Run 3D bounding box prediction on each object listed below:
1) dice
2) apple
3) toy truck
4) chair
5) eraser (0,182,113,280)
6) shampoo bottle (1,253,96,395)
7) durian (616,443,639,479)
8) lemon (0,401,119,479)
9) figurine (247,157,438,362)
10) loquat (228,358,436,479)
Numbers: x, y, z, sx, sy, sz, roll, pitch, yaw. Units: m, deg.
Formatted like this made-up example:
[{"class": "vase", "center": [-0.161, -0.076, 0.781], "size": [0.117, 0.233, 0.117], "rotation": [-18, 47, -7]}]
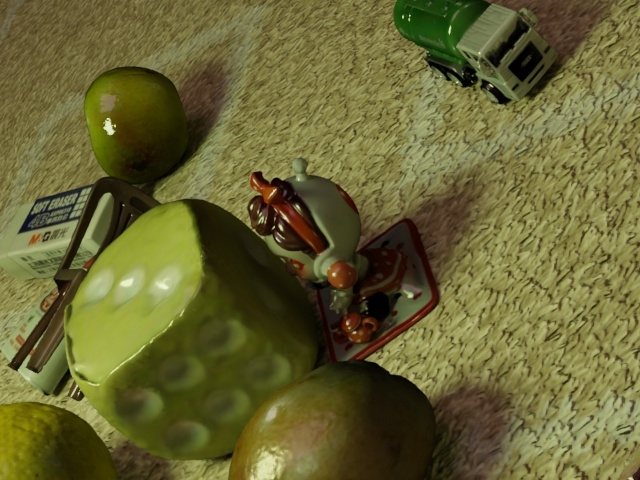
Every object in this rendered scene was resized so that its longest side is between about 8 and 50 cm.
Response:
[{"class": "dice", "center": [-0.157, 0.111, 1.642], "size": [0.238, 0.227, 0.233], "rotation": [-39, 33, 15]}, {"class": "apple", "center": [-0.298, -0.192, 2.179], "size": [0.157, 0.196, 0.196], "rotation": [-15, 35, -4]}, {"class": "toy truck", "center": [0.192, -0.265, 1.735], "size": [0.101, 0.125, 0.242], "rotation": [-49, 33, -4]}, {"class": "chair", "center": [-0.290, 0.071, 1.898], "size": [0.183, 0.176, 0.326], "rotation": [0, 61, 61]}, {"class": "eraser", "center": [-0.418, -0.014, 2.219], "size": [0.279, 0.081, 0.124], "rotation": [-11, 48, 43]}, {"class": "shampoo bottle", "center": [-0.366, 0.093, 2.052], "size": [0.284, 0.071, 0.153], "rotation": [-53, 32, -7]}, {"class": "durian", "center": [0.273, 0.234, 1.108], "size": [0.260, 0.154, 0.186], "rotation": [-45, 9, 16]}, {"class": "lemon", "center": [-0.369, 0.331, 1.646], "size": [0.267, 0.267, 0.267], "rotation": [-30, 36, 25]}, {"class": "figurine", "center": [0.000, 0.000, 1.579], "size": [0.160, 0.226, 0.183], "rotation": [-36, 34, 15]}, {"class": "loquat", "center": [0.014, 0.224, 1.378], "size": [0.227, 0.179, 0.179], "rotation": [-37, 33, 4]}]
